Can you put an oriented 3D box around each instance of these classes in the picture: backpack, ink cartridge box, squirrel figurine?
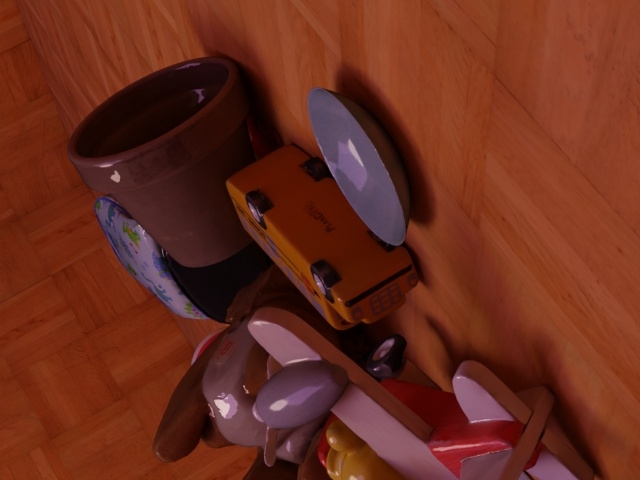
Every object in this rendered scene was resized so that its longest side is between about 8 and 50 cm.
[{"bbox_3d":[-0.241,-0.017,2.291,0.290,0.273,0.355,61,-179,-32],"label":"backpack"},{"bbox_3d":[-0.076,-0.092,1.888,0.145,0.045,0.179,39,158,56],"label":"ink cartridge box"},{"bbox_3d":[0.012,0.237,1.875,0.370,0.281,0.397,40,-148,-19],"label":"squirrel figurine"}]

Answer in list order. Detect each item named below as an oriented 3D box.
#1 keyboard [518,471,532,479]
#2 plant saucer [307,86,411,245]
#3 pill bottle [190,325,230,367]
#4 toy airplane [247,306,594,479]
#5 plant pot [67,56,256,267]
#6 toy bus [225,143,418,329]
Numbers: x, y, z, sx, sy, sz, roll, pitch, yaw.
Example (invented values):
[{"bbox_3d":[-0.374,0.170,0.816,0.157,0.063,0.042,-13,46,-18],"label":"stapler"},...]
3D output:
[{"bbox_3d":[0.261,0.357,1.666,0.072,0.014,0.256,41,158,42],"label":"keyboard"},{"bbox_3d":[0.052,-0.087,1.436,0.195,0.037,0.195,55,166,20],"label":"plant saucer"},{"bbox_3d":[-0.129,0.300,2.623,0.318,0.176,0.176,34,151,61],"label":"pill bottle"},{"bbox_3d":[0.104,0.254,1.441,0.386,0.272,0.384,34,164,29],"label":"toy airplane"},{"bbox_3d":[-0.184,-0.093,1.836,0.229,0.263,0.263,63,167,-26],"label":"plant pot"},{"bbox_3d":[0.000,0.000,1.655,0.333,0.108,0.130,46,160,47],"label":"toy bus"}]
